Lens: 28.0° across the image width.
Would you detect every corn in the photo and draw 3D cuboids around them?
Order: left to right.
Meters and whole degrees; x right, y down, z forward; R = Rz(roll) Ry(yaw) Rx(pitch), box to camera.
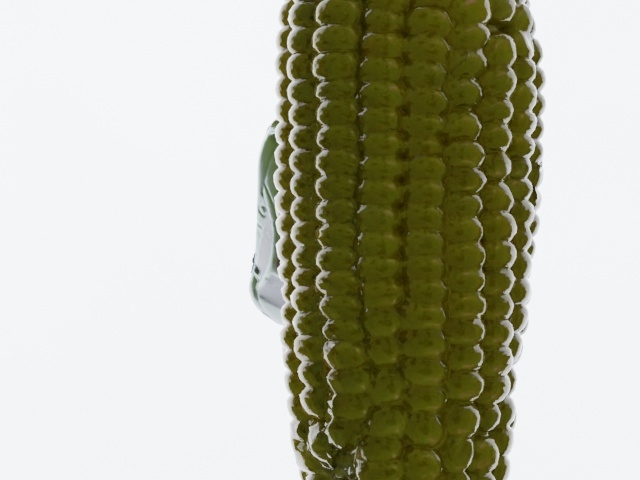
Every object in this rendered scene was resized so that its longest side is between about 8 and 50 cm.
[{"bbox_3d":[0.040,-0.010,0.609,0.130,0.130,0.347,2,-95,5],"label":"corn"}]

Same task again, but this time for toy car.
[{"bbox_3d":[0.000,0.000,0.847,0.095,0.056,0.205,16,-45,8],"label":"toy car"}]
